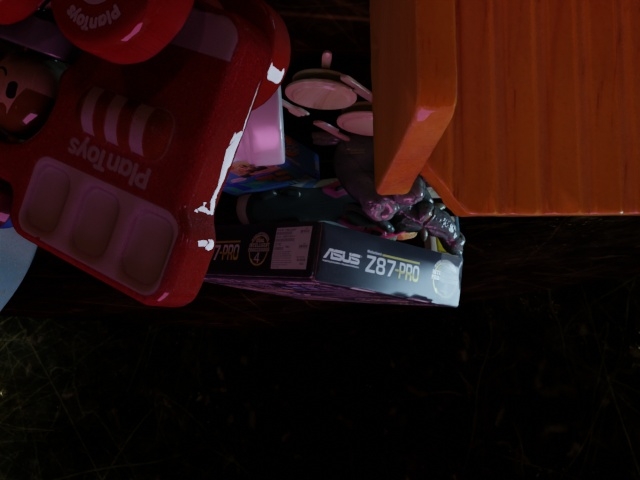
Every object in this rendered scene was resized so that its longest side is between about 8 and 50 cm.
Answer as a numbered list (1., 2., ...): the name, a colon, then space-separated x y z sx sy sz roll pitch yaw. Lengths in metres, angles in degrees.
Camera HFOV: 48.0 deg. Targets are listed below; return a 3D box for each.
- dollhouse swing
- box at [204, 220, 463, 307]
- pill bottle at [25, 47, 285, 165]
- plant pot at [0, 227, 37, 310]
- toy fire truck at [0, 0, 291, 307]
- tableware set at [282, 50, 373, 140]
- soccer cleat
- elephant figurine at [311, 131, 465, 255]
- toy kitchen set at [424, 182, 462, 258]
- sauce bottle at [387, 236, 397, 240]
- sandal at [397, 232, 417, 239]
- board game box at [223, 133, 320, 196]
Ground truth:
1. dollhouse swing: 0.240 -0.184 0.467 0.347 0.314 0.305 -1 177 -12
2. box: -0.017 0.046 1.198 0.318 0.097 0.395 16 168 -39
3. pill bottle: -0.180 -0.137 0.753 0.279 0.162 0.162 -4 167 -1
4. plant pot: -0.510 -0.028 0.927 0.248 0.252 0.247 -3 168 -1
5. toy fire truck: -0.184 -0.111 0.560 0.302 0.253 0.169 22 -177 26
6. tableware set: 0.033 -0.178 0.911 0.128 0.039 0.194 -2 167 36
7. soccer cleat: 0.008 -0.064 1.296 0.332 0.115 0.143 1 -174 -21
8. elephant figurine: 0.113 -0.068 1.109 0.170 0.185 0.239 -21 157 4
9. toy kitchen set: 0.252 -0.060 1.206 0.122 0.165 0.207 -1 167 -14
10. sauce bottle: 0.000 0.000 1.512 0.345 0.111 0.111 -18 161 41
11. sandal: 0.187 -0.022 1.612 0.072 0.048 0.180 -6 167 9
12. board game box: -0.117 -0.123 1.085 0.160 0.047 0.210 -9 167 23
